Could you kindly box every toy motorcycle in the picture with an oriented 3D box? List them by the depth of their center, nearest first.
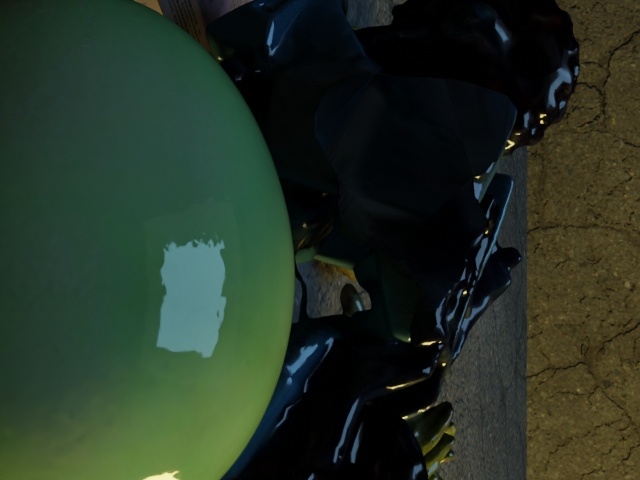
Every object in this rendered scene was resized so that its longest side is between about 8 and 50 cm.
[{"bbox_3d":[0.000,0.000,0.790,0.172,0.232,0.416,71,37,-68],"label":"toy motorcycle"}]

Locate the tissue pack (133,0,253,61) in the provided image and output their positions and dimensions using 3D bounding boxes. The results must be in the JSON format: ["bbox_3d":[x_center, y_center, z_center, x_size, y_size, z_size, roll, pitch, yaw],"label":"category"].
[{"bbox_3d":[-0.103,-0.130,0.911,0.246,0.092,0.148,73,25,-43],"label":"tissue pack"}]

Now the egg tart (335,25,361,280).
[{"bbox_3d":[0.065,-0.098,1.431,0.290,0.115,0.290,-2,90,-73],"label":"egg tart"}]

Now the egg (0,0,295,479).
[{"bbox_3d":[-0.123,0.011,0.626,0.220,0.220,0.269,28,56,-71],"label":"egg"}]

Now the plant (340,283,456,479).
[{"bbox_3d":[-0.027,0.239,1.213,0.333,0.180,0.251,-41,144,-25],"label":"plant"}]
